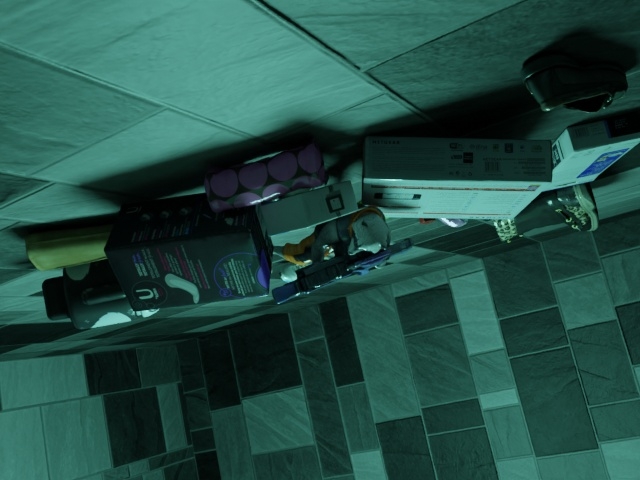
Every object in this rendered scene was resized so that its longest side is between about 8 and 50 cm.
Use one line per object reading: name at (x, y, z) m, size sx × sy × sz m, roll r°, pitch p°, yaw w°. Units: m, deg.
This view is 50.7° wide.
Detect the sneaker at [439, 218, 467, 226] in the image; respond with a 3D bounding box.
sneaker at (0.354, -0.139, 1.549) m, size 0.095 × 0.105 × 0.236 m, roll 32°, pitch 130°, yaw -12°

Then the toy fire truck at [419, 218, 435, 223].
toy fire truck at (0.380, -0.093, 1.873) m, size 0.192 × 0.047 × 0.135 m, roll -7°, pitch 168°, yaw -28°

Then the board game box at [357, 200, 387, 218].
board game box at (0.110, -0.058, 1.761) m, size 0.092 × 0.043 × 0.181 m, roll -7°, pitch 167°, yaw -24°

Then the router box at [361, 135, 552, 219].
router box at (0.247, -0.116, 1.338) m, size 0.335 × 0.082 × 0.301 m, roll 1°, pitch 169°, yaw 2°

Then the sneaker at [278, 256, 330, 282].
sneaker at (-0.049, 0.084, 2.256) m, size 0.190 × 0.071 × 0.083 m, roll -16°, pitch 165°, yaw -29°

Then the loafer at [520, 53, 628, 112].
loafer at (0.424, -0.239, 1.112) m, size 0.267 × 0.084 × 0.096 m, roll -3°, pitch 165°, yaw -40°

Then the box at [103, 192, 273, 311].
box at (-0.238, 0.016, 1.271) m, size 0.270 × 0.143 × 0.165 m, roll -7°, pitch 128°, yaw 6°

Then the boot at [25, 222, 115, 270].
boot at (-0.451, 0.016, 1.432) m, size 0.269 × 0.089 × 0.236 m, roll -12°, pitch 156°, yaw -8°

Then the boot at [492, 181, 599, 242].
boot at (0.670, -0.081, 2.018) m, size 0.284 × 0.138 × 0.377 m, roll -18°, pitch 164°, yaw 19°

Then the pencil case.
pencil case at (-0.095, -0.113, 1.177) m, size 0.209 × 0.098 × 0.095 m, roll -13°, pitch 129°, yaw 8°

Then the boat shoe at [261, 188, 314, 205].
boat shoe at (-0.115, -0.061, 1.371) m, size 0.335 × 0.096 × 0.112 m, roll -22°, pitch 165°, yaw 41°

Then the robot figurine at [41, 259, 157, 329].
robot figurine at (-0.511, 0.120, 1.620) m, size 0.278 × 0.209 × 0.174 m, roll -10°, pitch 130°, yaw -12°

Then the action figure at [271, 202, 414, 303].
action figure at (0.000, 0.000, 1.376) m, size 0.341 × 0.179 × 0.330 m, roll -21°, pitch -170°, yaw -37°

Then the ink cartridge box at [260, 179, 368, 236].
ink cartridge box at (-0.008, -0.062, 1.225) m, size 0.104 × 0.060 × 0.180 m, roll -12°, pitch -175°, yaw 41°

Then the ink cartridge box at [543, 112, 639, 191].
ink cartridge box at (0.611, -0.196, 1.583) m, size 0.165 × 0.065 × 0.333 m, roll -12°, pitch 167°, yaw -1°
